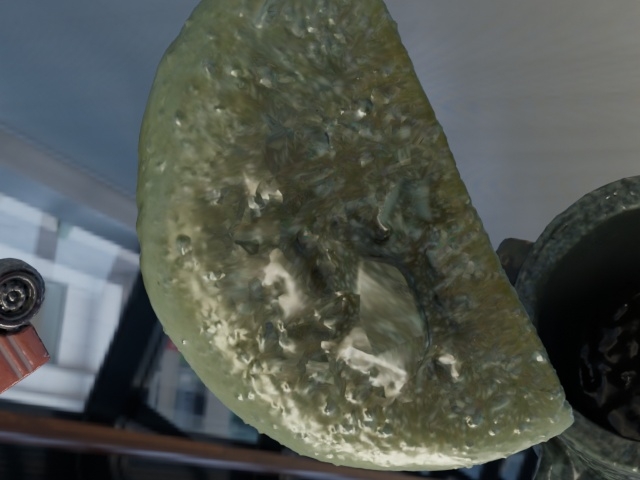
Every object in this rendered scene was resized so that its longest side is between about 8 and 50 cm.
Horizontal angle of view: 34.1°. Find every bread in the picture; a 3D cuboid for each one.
[{"bbox_3d":[-0.002,0.005,0.339,0.112,0.193,0.036,-26,-169,0],"label":"bread"}]

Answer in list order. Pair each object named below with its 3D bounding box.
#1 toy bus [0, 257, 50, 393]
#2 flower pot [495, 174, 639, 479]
[{"bbox_3d":[-0.469,-0.010,1.060,0.203,0.233,0.427,22,144,48],"label":"toy bus"},{"bbox_3d":[0.282,0.115,0.883,0.299,0.299,0.283,0,160,22],"label":"flower pot"}]
